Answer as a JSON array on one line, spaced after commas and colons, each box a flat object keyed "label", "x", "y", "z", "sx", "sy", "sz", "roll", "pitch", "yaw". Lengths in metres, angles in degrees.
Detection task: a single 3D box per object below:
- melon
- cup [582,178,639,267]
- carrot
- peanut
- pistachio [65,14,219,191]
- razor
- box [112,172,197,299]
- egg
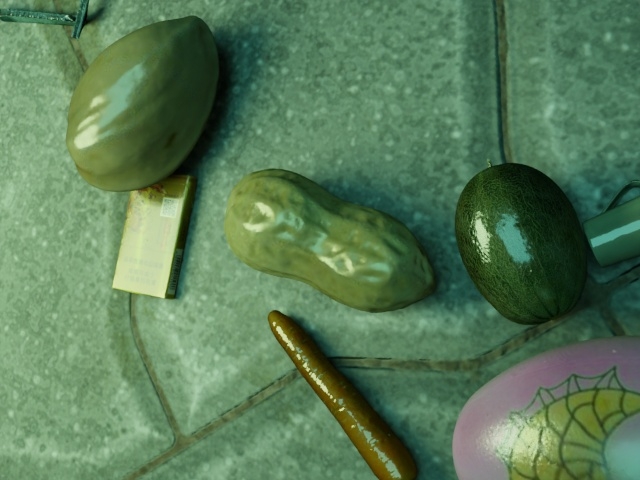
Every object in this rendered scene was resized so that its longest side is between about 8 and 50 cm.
[{"label": "melon", "x": 0.187, "y": -0.003, "z": 0.724, "sx": 0.114, "sy": 0.114, "sz": 0.167, "roll": -22, "pitch": 76, "yaw": 20}, {"label": "cup", "x": 0.290, "y": -0.020, "z": 0.713, "sx": 0.083, "sy": 0.054, "sz": 0.075, "roll": -24, "pitch": 74, "yaw": 22}, {"label": "carrot", "x": 0.018, "y": 0.165, "z": 0.816, "sx": 0.043, "sy": 0.043, "sz": 0.248, "roll": -47, "pitch": 65, "yaw": 11}, {"label": "peanut", "x": 0.000, "y": 0.000, "z": 0.805, "sx": 0.256, "sy": 0.123, "sz": 0.124, "roll": 24, "pitch": 92, "yaw": 28}, {"label": "pistachio", "x": -0.211, "y": -0.166, "z": 0.920, "sx": 0.153, "sy": 0.138, "sz": 0.238, "roll": 31, "pitch": 88, "yaw": -9}, {"label": "razor", "x": -0.392, "y": -0.316, "z": 1.085, "sx": 0.190, "sy": 0.033, "sz": 0.066, "roll": 11, "pitch": 87, "yaw": 31}, {"label": "box", "x": -0.208, "y": -0.009, "z": 0.955, "sx": 0.089, "sy": 0.022, "sz": 0.156, "roll": 7, "pitch": 85, "yaw": 24}, {"label": "egg", "x": 0.246, "y": 0.178, "z": 0.631, "sx": 0.271, "sy": 0.196, "sz": 0.196, "roll": -22, "pitch": 73, "yaw": 35}]
